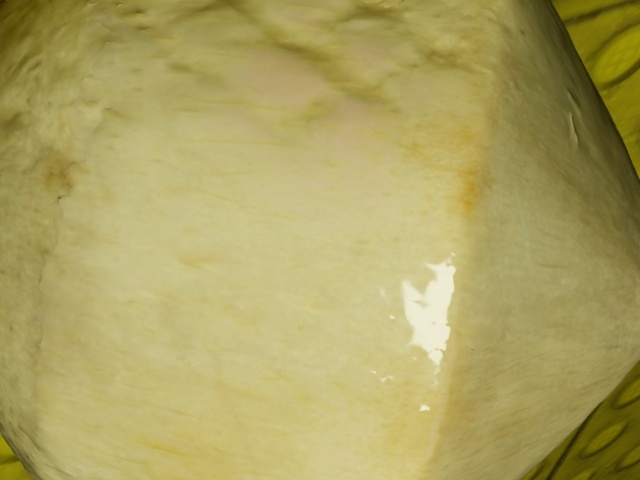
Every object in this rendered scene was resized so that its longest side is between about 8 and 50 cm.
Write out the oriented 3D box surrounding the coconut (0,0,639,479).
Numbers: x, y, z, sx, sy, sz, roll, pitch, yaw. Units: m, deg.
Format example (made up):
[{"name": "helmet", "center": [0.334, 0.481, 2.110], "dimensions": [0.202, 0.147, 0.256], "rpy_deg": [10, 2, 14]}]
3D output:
[{"name": "coconut", "center": [0.000, 0.000, 1.002], "dimensions": [0.415, 0.415, 0.344], "rpy_deg": [-43, -172, 16]}]
